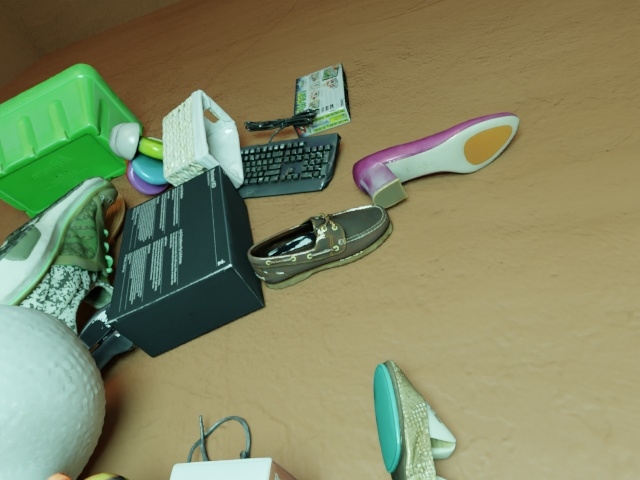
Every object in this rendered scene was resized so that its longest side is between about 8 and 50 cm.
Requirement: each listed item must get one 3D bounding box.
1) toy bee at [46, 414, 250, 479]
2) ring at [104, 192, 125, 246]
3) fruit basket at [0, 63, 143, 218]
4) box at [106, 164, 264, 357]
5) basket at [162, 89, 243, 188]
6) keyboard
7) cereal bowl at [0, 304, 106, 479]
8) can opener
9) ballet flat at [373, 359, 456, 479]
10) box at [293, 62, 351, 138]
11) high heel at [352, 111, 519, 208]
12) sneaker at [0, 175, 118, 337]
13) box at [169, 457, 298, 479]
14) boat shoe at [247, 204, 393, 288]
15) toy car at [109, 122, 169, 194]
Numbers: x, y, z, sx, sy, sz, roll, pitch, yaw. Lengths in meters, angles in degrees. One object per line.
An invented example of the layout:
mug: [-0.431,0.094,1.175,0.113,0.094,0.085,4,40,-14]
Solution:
toy bee: [-0.200,0.275,0.388,0.196,0.162,0.298,-13,43,19]
ring: [-0.551,0.016,0.936,0.337,0.032,0.336,-14,43,14]
fruit basket: [-0.663,-0.278,1.143,0.393,0.283,0.391,-7,61,13]
box: [-0.203,0.019,0.692,0.185,0.103,0.261,-27,41,6]
basket: [-0.221,-0.169,0.830,0.103,0.113,0.167,-25,57,18]
keyboard: [-0.109,-0.169,0.858,0.318,0.033,0.201,-2,60,26]
cereal bowl: [-0.349,0.231,0.409,0.141,0.338,0.339,38,71,21]
can opener: [-0.325,0.175,0.634,0.186,0.073,0.059,-55,5,-11]
ballet flat: [0.089,0.202,0.391,0.067,0.073,0.206,4,47,-5]
box: [0.002,-0.304,0.959,0.114,0.036,0.206,-15,43,15]
high heel: [0.166,-0.138,0.679,0.244,0.082,0.117,-32,39,8]
sneaker: [-0.414,0.037,0.746,0.158,0.182,0.410,-29,26,13]
box: [-0.062,0.274,0.336,0.091,0.130,0.170,-12,44,18]
boat shoe: [0.000,0.000,0.626,0.207,0.073,0.073,-26,40,0]
toy car: [-0.356,-0.165,0.941,0.182,0.159,0.136,21,98,55]
